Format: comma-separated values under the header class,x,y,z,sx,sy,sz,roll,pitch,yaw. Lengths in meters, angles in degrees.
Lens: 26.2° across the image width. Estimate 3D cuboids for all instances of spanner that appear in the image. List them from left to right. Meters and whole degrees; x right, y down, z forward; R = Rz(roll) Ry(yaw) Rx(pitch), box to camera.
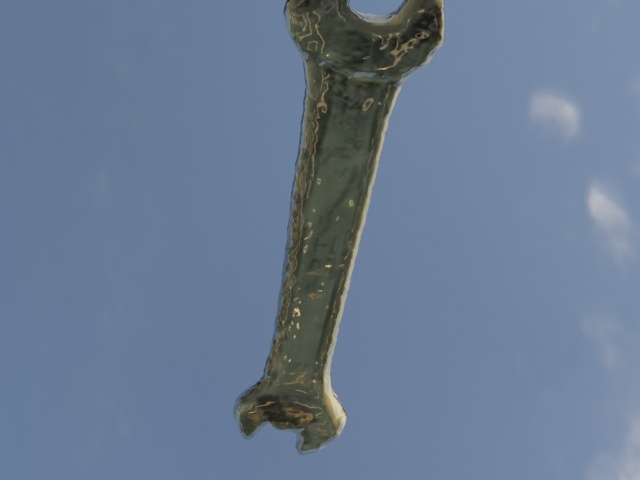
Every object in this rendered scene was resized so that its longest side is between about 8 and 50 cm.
class,x,y,z,sx,sy,sz,roll,pitch,yaw
spanner,0.000,0.000,0.653,0.071,0.017,0.302,4,-49,-10
